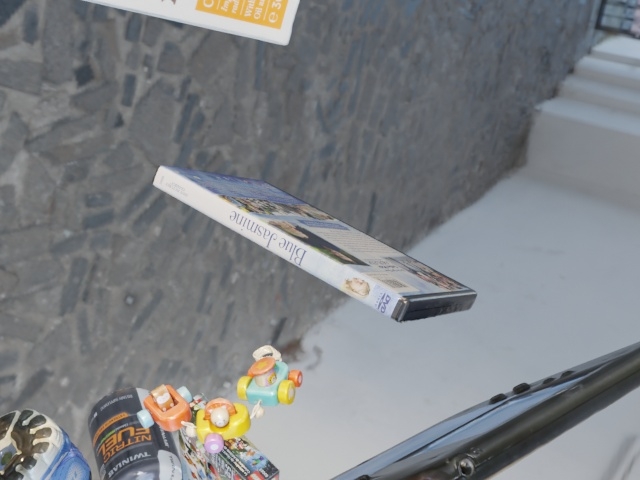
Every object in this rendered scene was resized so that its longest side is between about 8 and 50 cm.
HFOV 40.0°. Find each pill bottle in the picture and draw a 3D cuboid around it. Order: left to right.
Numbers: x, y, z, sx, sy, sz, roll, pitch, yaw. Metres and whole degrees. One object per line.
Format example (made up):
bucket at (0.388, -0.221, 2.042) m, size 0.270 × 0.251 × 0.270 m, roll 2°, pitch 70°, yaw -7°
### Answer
pill bottle at (-0.289, 0.361, 1.409) m, size 0.131 × 0.245 × 0.130 m, roll -13°, pitch 127°, yaw -18°

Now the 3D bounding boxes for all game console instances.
game console at (0.134, 0.203, 0.869) m, size 0.387 × 0.060 × 0.342 m, roll -17°, pitch 162°, yaw -39°

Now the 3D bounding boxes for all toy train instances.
toy train at (-0.103, 0.151, 0.907) m, size 0.166 × 0.125 × 0.046 m, roll -27°, pitch 125°, yaw -22°

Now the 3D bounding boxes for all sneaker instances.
sneaker at (-0.382, 0.337, 0.944) m, size 0.330 × 0.130 × 0.147 m, roll -39°, pitch 133°, yaw -5°

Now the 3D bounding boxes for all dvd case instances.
dvd case at (0.000, 0.000, 0.768) m, size 0.180 × 0.253 × 0.022 m, roll 3°, pitch 112°, yaw -63°

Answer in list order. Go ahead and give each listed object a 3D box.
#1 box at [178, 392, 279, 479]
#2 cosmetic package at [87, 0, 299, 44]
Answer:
box at (-0.127, 0.335, 1.200) m, size 0.044 × 0.159 × 0.233 m, roll -32°, pitch 145°, yaw -32°
cosmetic package at (-0.235, -0.413, 1.096) m, size 0.454 × 0.161 × 0.230 m, roll 5°, pitch 114°, yaw -29°
